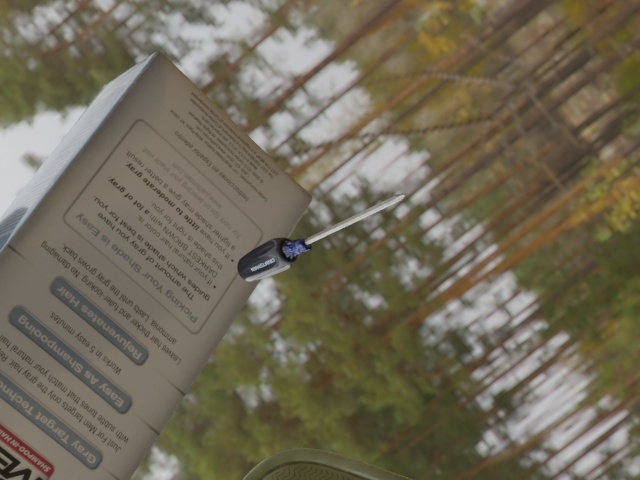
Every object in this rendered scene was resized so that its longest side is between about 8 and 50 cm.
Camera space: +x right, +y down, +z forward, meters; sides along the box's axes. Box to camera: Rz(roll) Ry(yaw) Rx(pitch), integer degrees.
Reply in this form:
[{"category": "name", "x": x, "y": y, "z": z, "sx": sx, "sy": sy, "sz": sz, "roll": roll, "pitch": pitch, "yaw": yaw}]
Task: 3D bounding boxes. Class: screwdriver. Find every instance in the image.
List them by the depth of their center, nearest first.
[{"category": "screwdriver", "x": 0.000, "y": 0.000, "z": 0.913, "sx": 0.024, "sy": 0.170, "sz": 0.025, "roll": 3, "pitch": -104, "yaw": -41}]

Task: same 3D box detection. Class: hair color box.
[{"category": "hair color box", "x": -0.183, "y": 0.053, "z": 1.075, "sx": 0.185, "sy": 0.374, "sz": 0.113, "roll": 43, "pitch": 150, "yaw": -19}]

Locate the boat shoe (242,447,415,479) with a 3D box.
[{"category": "boat shoe", "x": 0.093, "y": 0.200, "z": 0.672, "sx": 0.302, "sy": 0.113, "sz": 0.103, "roll": 24, "pitch": 150, "yaw": 31}]
